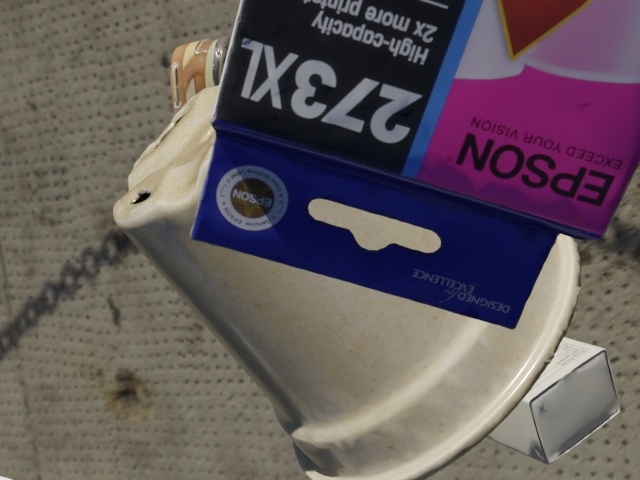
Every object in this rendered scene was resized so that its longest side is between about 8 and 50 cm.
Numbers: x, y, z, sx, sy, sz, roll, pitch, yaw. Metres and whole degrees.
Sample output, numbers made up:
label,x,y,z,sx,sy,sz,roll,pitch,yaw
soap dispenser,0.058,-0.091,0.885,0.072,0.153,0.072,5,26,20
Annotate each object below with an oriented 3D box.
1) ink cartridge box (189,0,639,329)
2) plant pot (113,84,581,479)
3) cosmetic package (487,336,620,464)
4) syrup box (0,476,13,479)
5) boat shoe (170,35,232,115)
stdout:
label,x,y,z,sx,sy,sz,roll,pitch,yaw
ink cartridge box,0.067,-0.122,0.379,0.176,0.069,0.371,16,120,-4
plant pot,0.000,0.000,0.850,0.334,0.333,0.305,-33,115,30
cosmetic package,0.276,0.210,1.459,0.309,0.160,0.113,16,129,59
syrup box,-0.218,0.305,0.762,0.096,0.093,0.236,10,130,27
boat shoe,-0.162,-0.134,1.404,0.120,0.122,0.324,7,103,24
